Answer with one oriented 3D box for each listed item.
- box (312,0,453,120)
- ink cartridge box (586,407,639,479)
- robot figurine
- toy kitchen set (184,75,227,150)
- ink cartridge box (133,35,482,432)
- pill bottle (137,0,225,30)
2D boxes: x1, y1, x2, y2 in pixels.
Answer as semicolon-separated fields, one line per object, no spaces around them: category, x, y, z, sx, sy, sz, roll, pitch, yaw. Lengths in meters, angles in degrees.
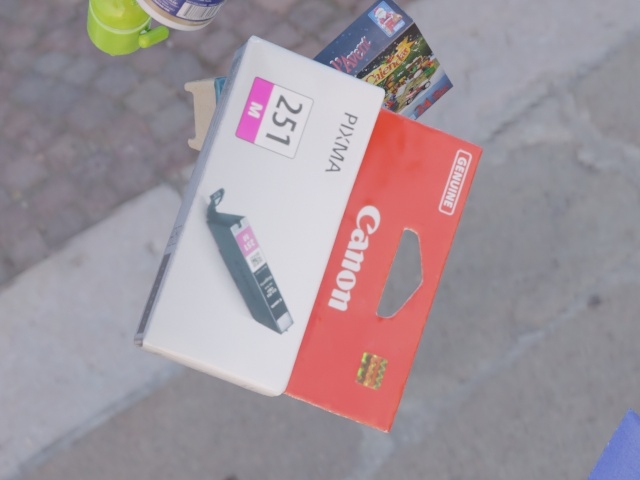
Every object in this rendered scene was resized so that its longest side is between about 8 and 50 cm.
box;0.008;-0.108;1.677;0.233;0.159;0.044;-42;67;2
ink cartridge box;0.321;0.340;1.499;0.307;0.072;0.304;41;61;-9
robot figurine;-0.209;-0.237;1.875;0.067;0.115;0.101;-39;81;-20
toy kitchen set;-0.016;-0.090;1.806;0.207;0.166;0.122;-11;14;-38
ink cartridge box;0.000;0.000;1.511;0.239;0.060;0.275;21;81;-13
pill bottle;-0.105;-0.284;1.692;0.094;0.169;0.094;19;47;-22
